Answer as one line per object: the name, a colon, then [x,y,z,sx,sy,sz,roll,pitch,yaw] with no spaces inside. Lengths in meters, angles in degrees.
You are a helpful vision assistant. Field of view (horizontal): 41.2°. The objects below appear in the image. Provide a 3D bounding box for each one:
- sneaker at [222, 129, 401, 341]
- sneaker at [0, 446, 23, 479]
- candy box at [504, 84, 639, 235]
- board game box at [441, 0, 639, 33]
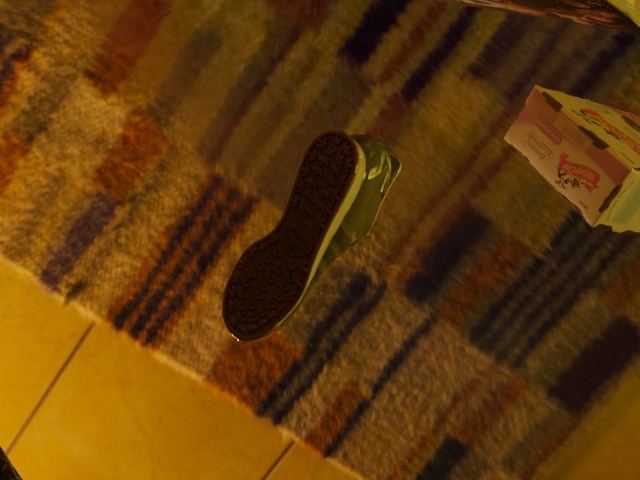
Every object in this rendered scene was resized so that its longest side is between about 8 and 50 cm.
sneaker: [0.000,0.000,0.664,0.064,0.086,0.192,44,119,26]
sneaker: [-0.201,0.154,0.474,0.232,0.081,0.091,12,101,37]
candy box: [0.317,-0.075,0.883,0.196,0.165,0.070,7,124,-32]
board game box: [0.076,-0.182,0.539,0.243,0.165,0.042,20,103,32]
